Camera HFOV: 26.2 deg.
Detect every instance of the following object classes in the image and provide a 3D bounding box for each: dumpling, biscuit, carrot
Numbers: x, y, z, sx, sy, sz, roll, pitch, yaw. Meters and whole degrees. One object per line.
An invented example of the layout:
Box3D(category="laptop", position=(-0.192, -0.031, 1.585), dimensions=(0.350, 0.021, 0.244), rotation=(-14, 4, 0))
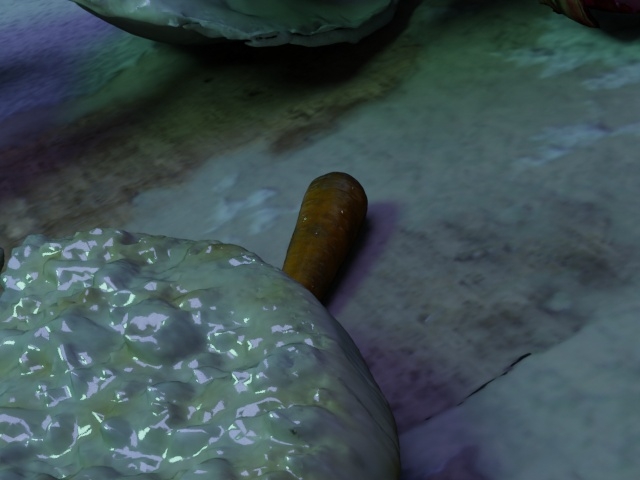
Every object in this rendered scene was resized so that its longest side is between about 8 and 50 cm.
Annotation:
Box3D(category="dumpling", position=(-0.068, -0.213, 0.925), dimensions=(0.260, 0.181, 0.341), rotation=(20, 4, -3))
Box3D(category="biscuit", position=(-0.063, 0.092, 0.468), dimensions=(0.179, 0.084, 0.281), rotation=(-4, 34, 17))
Box3D(category="carrot", position=(0.000, 0.000, 0.639), dimensions=(0.032, 0.032, 0.093), rotation=(-6, 35, 23))

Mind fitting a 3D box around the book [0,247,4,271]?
Box3D(category="book", position=(-0.327, 0.052, 0.590), dimensions=(0.322, 0.018, 0.228), rotation=(10, 48, 9))

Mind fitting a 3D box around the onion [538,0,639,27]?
Box3D(category="onion", position=(0.175, -0.193, 0.744), dimensions=(0.150, 0.140, 0.150), rotation=(-15, 26, 7))
